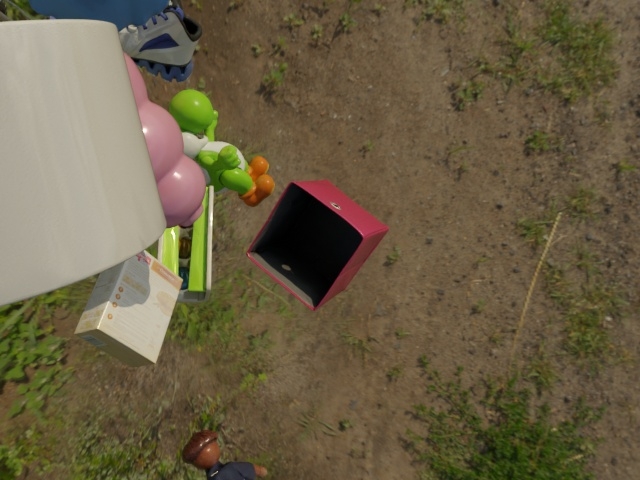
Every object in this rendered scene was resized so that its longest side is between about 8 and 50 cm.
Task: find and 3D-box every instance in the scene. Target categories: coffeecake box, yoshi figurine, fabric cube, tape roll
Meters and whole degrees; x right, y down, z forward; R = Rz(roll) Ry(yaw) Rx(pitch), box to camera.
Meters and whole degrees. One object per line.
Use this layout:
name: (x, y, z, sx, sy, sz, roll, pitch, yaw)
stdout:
coffeecake box: (-0.351, 0.120, 1.053, 0.142, 0.068, 0.186, 48, 40, -40)
yoshi figurine: (-0.271, -0.255, 1.460, 0.362, 0.203, 0.203, 31, 64, -34)
fabric cube: (0.000, 0.000, 1.583, 0.254, 0.258, 0.259, 38, 109, 13)
tape roll: (-0.259, -0.063, 0.435, 0.245, 0.246, 0.169, -15, 109, -15)

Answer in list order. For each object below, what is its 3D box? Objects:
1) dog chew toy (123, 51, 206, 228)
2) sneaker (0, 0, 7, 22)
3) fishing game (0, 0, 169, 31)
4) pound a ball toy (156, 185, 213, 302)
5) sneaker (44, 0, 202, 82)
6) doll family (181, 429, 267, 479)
dog chew toy: (-0.311, -0.149, 0.871, 0.207, 0.206, 0.332, -48, 113, -14)
sneaker: (-0.826, -0.468, 1.333, 0.122, 0.283, 0.110, 23, 39, -16)
fishing game: (-0.239, -0.299, 0.568, 0.189, 0.264, 0.041, 34, 34, -42)
pound a ball toy: (-0.368, -0.017, 1.356, 0.208, 0.136, 0.320, 3, 67, -16)
sneaker: (-0.370, -0.438, 1.122, 0.315, 0.182, 0.128, -1, 59, -41)
doll family: (-0.077, 0.187, 0.324, 0.076, 0.193, 0.111, -43, 81, 7)
